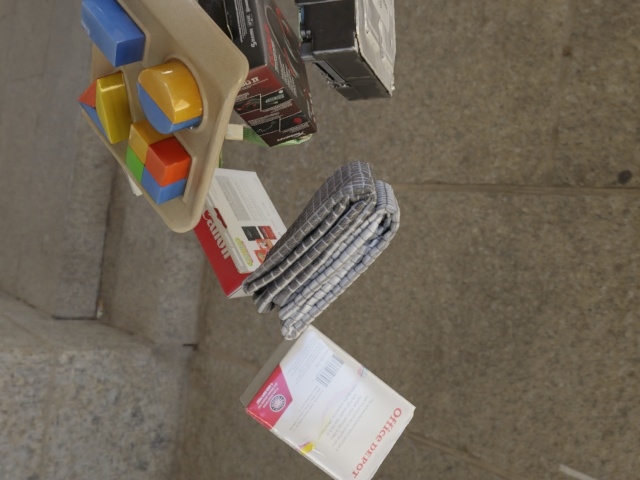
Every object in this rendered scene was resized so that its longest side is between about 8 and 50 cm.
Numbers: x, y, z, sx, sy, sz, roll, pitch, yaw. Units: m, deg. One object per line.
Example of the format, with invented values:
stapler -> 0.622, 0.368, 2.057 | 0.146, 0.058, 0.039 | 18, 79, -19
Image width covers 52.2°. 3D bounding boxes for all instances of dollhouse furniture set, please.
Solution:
dollhouse furniture set -> -0.197, -0.242, 1.797 | 0.197, 0.301, 0.151 | -154, 66, -62

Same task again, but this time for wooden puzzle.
wooden puzzle -> -0.266, -0.217, 0.969 | 0.322, 0.080, 0.348 | 50, 139, 16

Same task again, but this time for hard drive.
hard drive -> 0.027, -0.330, 0.662 | 0.064, 0.237, 0.339 | -1, 91, 14

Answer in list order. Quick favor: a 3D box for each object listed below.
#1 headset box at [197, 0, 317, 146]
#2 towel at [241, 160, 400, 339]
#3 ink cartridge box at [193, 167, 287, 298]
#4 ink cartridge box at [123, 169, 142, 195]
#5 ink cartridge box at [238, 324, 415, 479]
headset box -> -0.116, -0.334, 1.187 | 0.110, 0.293, 0.218 | -16, 70, 14
towel -> 0.000, 0.000, 1.099 | 0.284, 0.121, 0.235 | -45, 11, 12
ink cartridge box -> -0.217, -0.023, 1.628 | 0.130, 0.271, 0.310 | -38, 71, 27
ink cartridge box -> -0.475, -0.293, 1.997 | 0.211, 0.289, 0.121 | 61, 165, 22
ink cartridge box -> 0.011, 0.354, 1.407 | 0.226, 0.306, 0.131 | -52, 10, -13
